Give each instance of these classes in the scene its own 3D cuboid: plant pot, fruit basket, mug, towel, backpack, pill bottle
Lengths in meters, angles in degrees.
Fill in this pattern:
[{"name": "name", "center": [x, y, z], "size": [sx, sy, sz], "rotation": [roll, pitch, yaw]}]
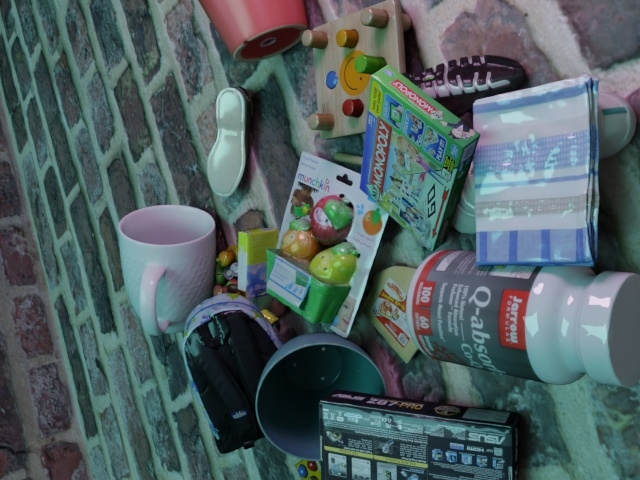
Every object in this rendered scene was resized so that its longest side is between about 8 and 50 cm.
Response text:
[{"name": "plant pot", "center": [-0.160, -0.576, 1.533], "size": [0.275, 0.275, 0.243], "rotation": [-22, 88, 48]}, {"name": "fruit basket", "center": [0.000, 0.000, 1.497], "size": [0.327, 0.165, 0.353], "rotation": [29, 113, 44]}, {"name": "plant pot", "center": [-0.005, 0.330, 1.504], "size": [0.195, 0.290, 0.290], "rotation": [-109, 25, -73]}, {"name": "mug", "center": [-0.451, 0.118, 1.888], "size": [0.374, 0.276, 0.328], "rotation": [-84, -2, -63]}, {"name": "towel", "center": [0.328, -0.101, 1.008], "size": [0.209, 0.034, 0.285], "rotation": [-2, 87, 45]}, {"name": "backpack", "center": [-0.212, 0.312, 1.651], "size": [0.355, 0.290, 0.273], "rotation": [62, -177, -29]}, {"name": "pill bottle", "center": [0.342, 0.125, 1.092], "size": [0.363, 0.210, 0.210], "rotation": [2, 97, 48]}]

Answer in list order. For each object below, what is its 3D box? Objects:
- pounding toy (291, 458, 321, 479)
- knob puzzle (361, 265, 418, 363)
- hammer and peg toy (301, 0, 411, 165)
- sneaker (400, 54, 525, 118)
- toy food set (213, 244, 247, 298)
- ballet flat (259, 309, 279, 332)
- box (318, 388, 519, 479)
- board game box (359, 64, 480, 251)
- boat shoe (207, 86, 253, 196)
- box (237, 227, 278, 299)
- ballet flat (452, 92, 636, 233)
[{"name": "pounding toy", "center": [0.001, 0.596, 1.629], "size": [0.130, 0.100, 0.141], "rotation": [-50, 60, 41]}, {"name": "knob puzzle", "center": [0.184, 0.139, 1.408], "size": [0.213, 0.030, 0.213], "rotation": [10, 103, 48]}, {"name": "hammer and peg toy", "center": [0.078, -0.301, 1.387], "size": [0.266, 0.127, 0.361], "rotation": [1, 96, 48]}, {"name": "sneaker", "center": [0.246, -0.247, 1.228], "size": [0.281, 0.106, 0.162], "rotation": [-4, 131, 21]}, {"name": "toy food set", "center": [-0.268, 0.125, 1.884], "size": [0.128, 0.071, 0.218], "rotation": [4, 99, 48]}, {"name": "ballet flat", "center": [-0.155, 0.304, 1.790], "size": [0.077, 0.077, 0.231], "rotation": [16, 107, 22]}, {"name": "box", "center": [0.192, 0.484, 1.300], "size": [0.395, 0.097, 0.318], "rotation": [0, 95, 25]}, {"name": "board game box", "center": [0.168, -0.139, 1.192], "size": [0.213, 0.046, 0.317], "rotation": [43, 156, 24]}, {"name": "boat shoe", "center": [-0.242, -0.271, 1.781], "size": [0.109, 0.091, 0.305], "rotation": [13, 112, 8]}, {"name": "box", "center": [-0.168, 0.060, 1.732], "size": [0.042, 0.109, 0.178], "rotation": [14, 106, 43]}, {"name": "ballet flat", "center": [0.338, -0.127, 1.120], "size": [0.400, 0.139, 0.139], "rotation": [-34, 70, 46]}]
